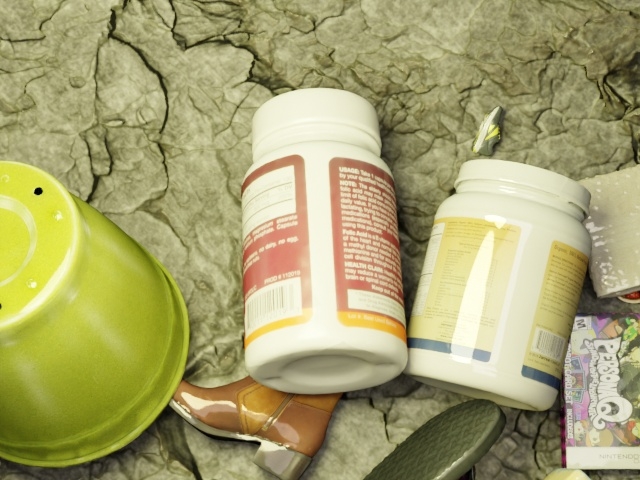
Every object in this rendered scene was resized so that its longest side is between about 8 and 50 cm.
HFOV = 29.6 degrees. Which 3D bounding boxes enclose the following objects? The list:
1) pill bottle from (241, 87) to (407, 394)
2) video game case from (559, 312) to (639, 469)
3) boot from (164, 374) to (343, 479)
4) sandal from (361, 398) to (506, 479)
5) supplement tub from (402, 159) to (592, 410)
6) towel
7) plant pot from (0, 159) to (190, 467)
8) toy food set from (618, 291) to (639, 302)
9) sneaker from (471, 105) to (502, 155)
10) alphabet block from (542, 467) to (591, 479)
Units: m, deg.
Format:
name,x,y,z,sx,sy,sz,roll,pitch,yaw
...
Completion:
name,x,y,z,sx,sy,sz,roll,pitch,yaw
pill bottle,0.000,0.000,1.708,0.224,0.224,0.392,-2,66,0
video game case,0.457,0.221,1.783,0.210,0.042,0.232,1,80,-1
boot,-0.074,0.175,1.772,0.264,0.096,0.280,28,78,11
sandal,0.106,0.401,1.714,0.446,0.167,0.107,-46,107,2
supplement tub,0.254,0.064,1.719,0.228,0.228,0.316,15,81,3
towel,0.517,-0.032,1.813,0.282,0.049,0.187,-14,72,-5
plant pot,-0.389,0.075,1.614,0.367,0.353,0.366,-3,63,5
toy food set,0.470,0.053,1.824,0.083,0.020,0.082,22,81,5
sneaker,0.262,-0.167,1.863,0.035,0.031,0.083,28,85,-8
alphabet block,0.334,0.449,1.671,0.197,0.192,0.193,-41,80,-5
